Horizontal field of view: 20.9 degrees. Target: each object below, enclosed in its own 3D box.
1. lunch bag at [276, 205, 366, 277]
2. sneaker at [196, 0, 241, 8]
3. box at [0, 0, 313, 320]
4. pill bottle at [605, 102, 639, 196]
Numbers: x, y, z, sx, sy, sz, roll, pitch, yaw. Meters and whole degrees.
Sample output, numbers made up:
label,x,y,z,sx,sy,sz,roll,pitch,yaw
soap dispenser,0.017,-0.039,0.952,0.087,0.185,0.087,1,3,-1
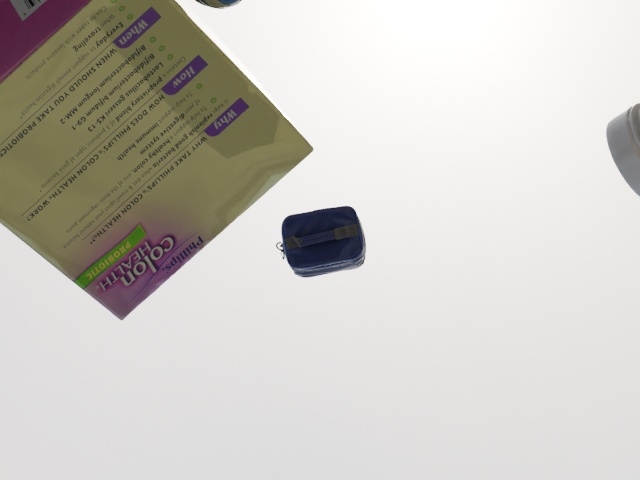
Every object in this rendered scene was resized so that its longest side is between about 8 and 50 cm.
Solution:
label,x,y,z,sx,sy,sz,roll,pitch,yaw
lunch bag,0.000,0.000,1.914,0.065,0.098,0.067,70,-171,-76
sneaker,-0.054,-0.240,1.325,0.053,0.144,0.059,18,-166,-20
box,-0.168,-0.096,1.357,0.243,0.213,0.117,44,-174,-40
pill bottle,0.370,-0.123,1.549,0.124,0.221,0.124,34,-140,-35
